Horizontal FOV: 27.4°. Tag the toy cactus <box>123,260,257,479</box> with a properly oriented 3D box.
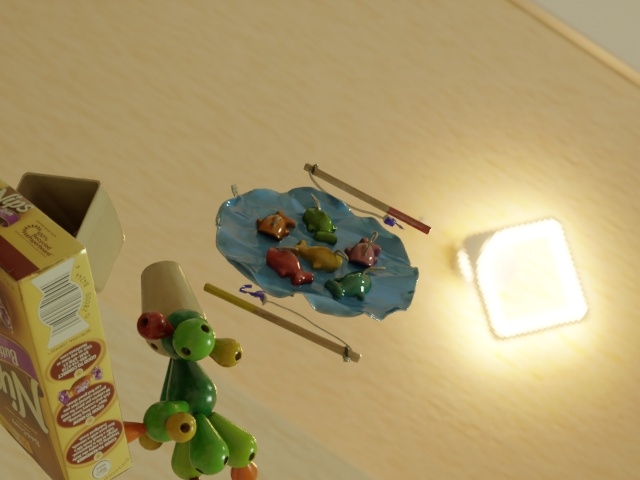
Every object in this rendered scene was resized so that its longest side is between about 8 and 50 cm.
[{"bbox_3d":[-0.111,0.101,0.990,0.219,0.112,0.180,81,-7,-56],"label":"toy cactus"}]

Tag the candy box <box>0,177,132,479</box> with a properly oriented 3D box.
[{"bbox_3d":[-0.182,0.066,0.845,0.053,0.109,0.187,-30,133,-28],"label":"candy box"}]

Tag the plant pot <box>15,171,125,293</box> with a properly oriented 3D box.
[{"bbox_3d":[-0.275,0.000,1.425,0.096,0.109,0.109,51,53,-53],"label":"plant pot"}]

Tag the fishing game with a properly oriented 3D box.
[{"bbox_3d":[0.000,0.000,1.129,0.264,0.189,0.041,-47,163,-58],"label":"fishing game"}]
